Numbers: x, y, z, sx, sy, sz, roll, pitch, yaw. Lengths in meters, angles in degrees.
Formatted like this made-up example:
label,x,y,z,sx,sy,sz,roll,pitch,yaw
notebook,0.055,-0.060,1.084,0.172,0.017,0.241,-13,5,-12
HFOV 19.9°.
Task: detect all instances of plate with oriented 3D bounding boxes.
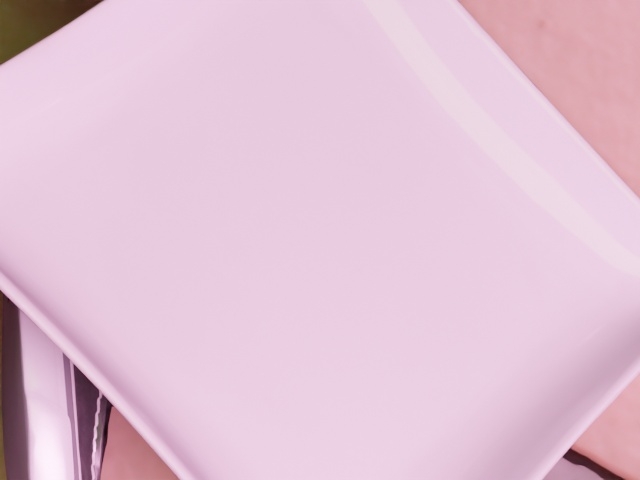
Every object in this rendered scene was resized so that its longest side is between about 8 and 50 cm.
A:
label,x,y,z,sx,sy,sz,roll,pitch,yaw
plate,0.000,0.000,0.784,0.278,0.045,0.277,47,54,2

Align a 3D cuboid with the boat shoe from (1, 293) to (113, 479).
label,x,y,z,sx,sy,sz,roll,pitch,yaw
boat shoe,-0.099,0.030,0.798,0.076,0.080,0.228,1,71,-16
